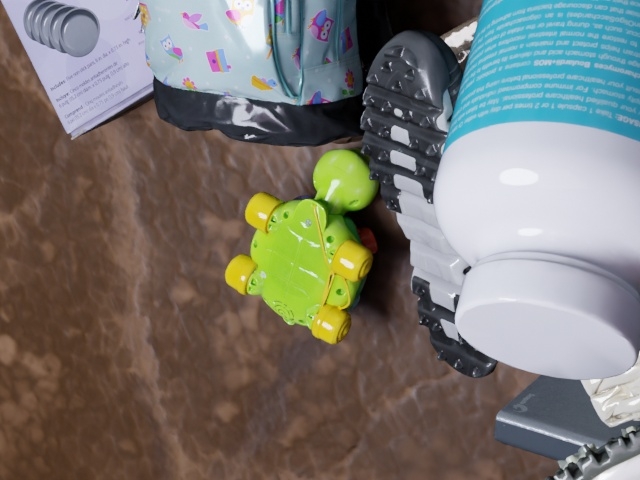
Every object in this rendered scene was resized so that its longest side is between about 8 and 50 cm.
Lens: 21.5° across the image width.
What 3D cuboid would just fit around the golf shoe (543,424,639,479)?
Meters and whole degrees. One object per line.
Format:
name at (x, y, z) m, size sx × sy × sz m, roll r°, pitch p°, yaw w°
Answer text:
golf shoe at (0.249, 0.131, 0.891) m, size 0.272 × 0.105 × 0.120 m, roll -13°, pitch 78°, yaw -3°

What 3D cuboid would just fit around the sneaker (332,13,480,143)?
sneaker at (0.078, -0.088, 1.034) m, size 0.188 × 0.066 × 0.071 m, roll -27°, pitch 95°, yaw 36°

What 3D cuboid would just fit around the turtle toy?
turtle toy at (0.000, 0.000, 1.109) m, size 0.095 × 0.066 × 0.130 m, roll 30°, pitch 118°, yaw 20°

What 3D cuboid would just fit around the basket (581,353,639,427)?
basket at (0.220, 0.027, 0.958) m, size 0.167 × 0.103 × 0.113 m, roll -28°, pitch 89°, yaw 36°

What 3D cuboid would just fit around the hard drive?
hard drive at (0.185, 0.115, 1.014) m, size 0.135 × 0.094 × 0.022 m, roll 15°, pitch 114°, yaw 27°

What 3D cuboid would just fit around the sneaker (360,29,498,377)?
sneaker at (0.092, -0.035, 1.000) m, size 0.078 × 0.106 × 0.234 m, roll 25°, pitch 142°, yaw 45°

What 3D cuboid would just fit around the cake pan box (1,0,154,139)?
cake pan box at (-0.119, -0.232, 1.110) m, size 0.267 × 0.070 × 0.246 m, roll -28°, pitch 92°, yaw 35°

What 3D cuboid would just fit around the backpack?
backpack at (-0.038, -0.151, 0.980) m, size 0.152 × 0.115 × 0.182 m, roll 10°, pitch 111°, yaw 28°

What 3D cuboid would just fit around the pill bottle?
pill bottle at (0.143, -0.066, 0.873) m, size 0.146 × 0.264 × 0.146 m, roll 14°, pitch 156°, yaw 7°
